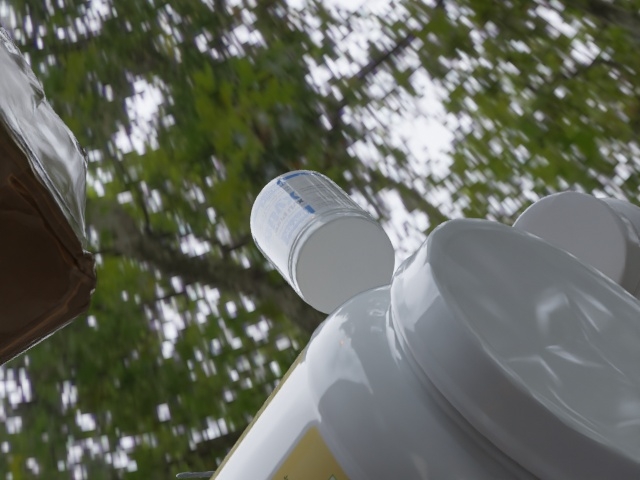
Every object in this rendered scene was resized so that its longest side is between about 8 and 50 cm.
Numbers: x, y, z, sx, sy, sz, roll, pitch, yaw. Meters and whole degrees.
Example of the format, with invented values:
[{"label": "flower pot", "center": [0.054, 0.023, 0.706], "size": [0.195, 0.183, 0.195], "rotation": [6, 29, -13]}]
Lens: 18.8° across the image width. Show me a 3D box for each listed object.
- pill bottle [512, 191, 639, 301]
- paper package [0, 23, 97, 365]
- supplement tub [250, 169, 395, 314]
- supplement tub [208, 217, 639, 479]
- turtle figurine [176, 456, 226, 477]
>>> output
[{"label": "pill bottle", "center": [0.227, 0.035, 1.466], "size": [0.119, 0.119, 0.208], "rotation": [-52, -33, 9]}, {"label": "paper package", "center": [-0.256, 0.010, 0.717], "size": [0.325, 0.309, 0.168], "rotation": [-32, -78, 0]}, {"label": "supplement tub", "center": [0.000, 0.000, 1.272], "size": [0.071, 0.107, 0.071], "rotation": [-6, -71, -17]}, {"label": "supplement tub", "center": [0.054, 0.176, 1.087], "size": [0.241, 0.241, 0.331], "rotation": [27, -64, -18]}, {"label": "turtle figurine", "center": [-0.012, 0.217, 1.357], "size": [0.234, 0.175, 0.118], "rotation": [-16, -66, 3]}]
